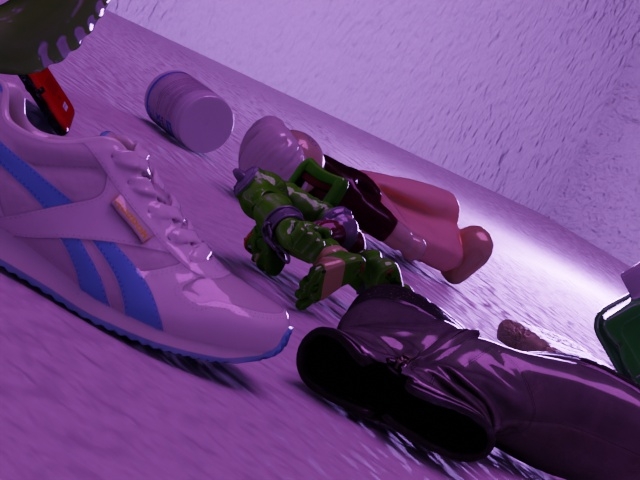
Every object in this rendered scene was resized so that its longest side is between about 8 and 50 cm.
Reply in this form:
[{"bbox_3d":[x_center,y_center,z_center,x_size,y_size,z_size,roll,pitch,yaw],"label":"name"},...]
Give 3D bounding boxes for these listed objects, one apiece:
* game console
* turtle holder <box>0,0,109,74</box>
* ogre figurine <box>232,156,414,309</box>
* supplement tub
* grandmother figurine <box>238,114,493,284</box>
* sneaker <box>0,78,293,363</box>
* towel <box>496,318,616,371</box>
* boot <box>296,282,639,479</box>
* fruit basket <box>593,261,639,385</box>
[{"bbox_3d":[-0.292,-0.137,1.412,0.124,0.085,0.144,58,1,-14],"label":"game console"},{"bbox_3d":[-0.288,-0.213,0.952,0.320,0.227,0.243,19,5,31],"label":"turtle holder"},{"bbox_3d":[0.000,0.000,1.226,0.197,0.097,0.118,2,36,-47],"label":"ogre figurine"},{"bbox_3d":[-0.151,-0.148,1.765,0.071,0.071,0.107,23,9,-34],"label":"supplement tub"},{"bbox_3d":[0.034,-0.049,1.672,0.208,0.104,0.342,23,0,42],"label":"grandmother figurine"},{"bbox_3d":[-0.113,-0.006,0.870,0.229,0.092,0.087,29,6,-2],"label":"sneaker"},{"bbox_3d":[0.246,0.121,1.539,0.110,0.027,0.148,35,9,38],"label":"towel"},{"bbox_3d":[0.106,0.112,0.979,0.246,0.083,0.161,23,14,6],"label":"boot"},{"bbox_3d":[0.367,0.065,1.308,0.165,0.327,0.353,60,18,10],"label":"fruit basket"}]
